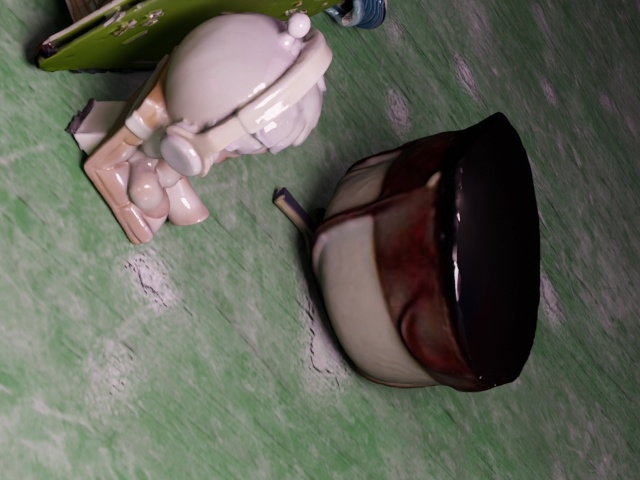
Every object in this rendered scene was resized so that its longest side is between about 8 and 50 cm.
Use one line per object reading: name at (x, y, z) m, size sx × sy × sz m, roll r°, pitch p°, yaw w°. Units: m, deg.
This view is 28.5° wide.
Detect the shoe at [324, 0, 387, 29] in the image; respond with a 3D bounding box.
shoe at (0.032, -0.289, 1.517) m, size 0.143 × 0.064 × 0.071 m, roll 27°, pitch 48°, yaw -49°

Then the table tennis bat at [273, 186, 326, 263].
table tennis bat at (0.000, 0.000, 1.316) m, size 0.158 × 0.014 × 0.095 m, roll 48°, pitch 36°, yaw -38°

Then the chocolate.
chocolate at (0.100, 0.021, 1.275) m, size 0.283 × 0.186 × 0.284 m, roll 0°, pitch 90°, yaw -66°

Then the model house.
model house at (-0.114, -0.252, 1.082) m, size 0.294 × 0.207 × 0.154 m, roll -16°, pitch 82°, yaw -63°

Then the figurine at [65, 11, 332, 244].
figurine at (-0.081, -0.098, 1.014) m, size 0.141 × 0.236 × 0.162 m, roll 50°, pitch 30°, yaw -19°
